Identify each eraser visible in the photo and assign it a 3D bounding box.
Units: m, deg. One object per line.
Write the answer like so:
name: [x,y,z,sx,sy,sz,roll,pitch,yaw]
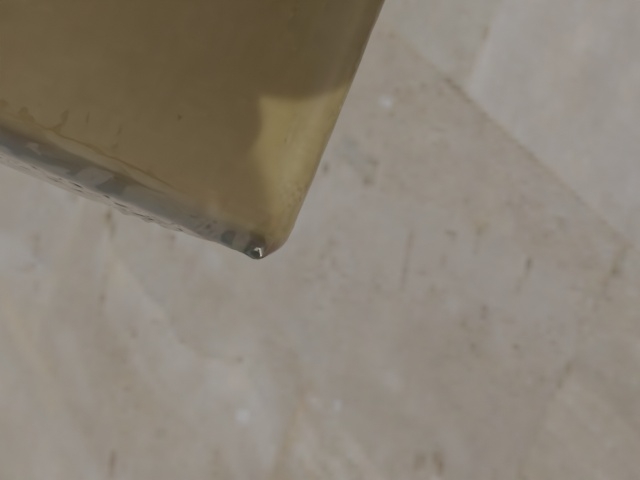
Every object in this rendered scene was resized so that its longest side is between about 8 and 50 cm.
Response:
eraser: [-0.020,-0.176,0.607,0.078,0.144,0.343,18,86,63]
